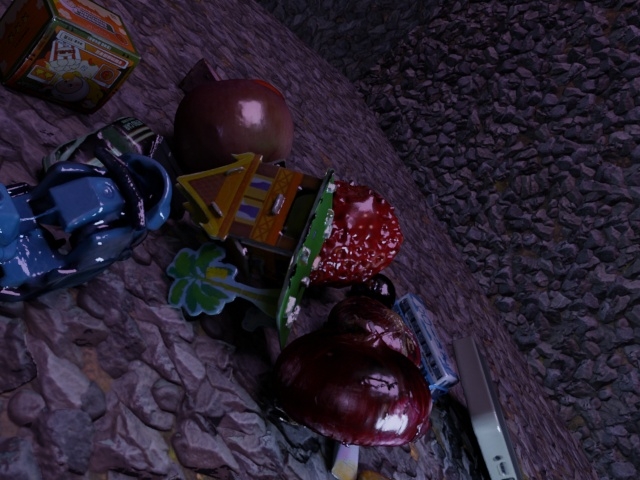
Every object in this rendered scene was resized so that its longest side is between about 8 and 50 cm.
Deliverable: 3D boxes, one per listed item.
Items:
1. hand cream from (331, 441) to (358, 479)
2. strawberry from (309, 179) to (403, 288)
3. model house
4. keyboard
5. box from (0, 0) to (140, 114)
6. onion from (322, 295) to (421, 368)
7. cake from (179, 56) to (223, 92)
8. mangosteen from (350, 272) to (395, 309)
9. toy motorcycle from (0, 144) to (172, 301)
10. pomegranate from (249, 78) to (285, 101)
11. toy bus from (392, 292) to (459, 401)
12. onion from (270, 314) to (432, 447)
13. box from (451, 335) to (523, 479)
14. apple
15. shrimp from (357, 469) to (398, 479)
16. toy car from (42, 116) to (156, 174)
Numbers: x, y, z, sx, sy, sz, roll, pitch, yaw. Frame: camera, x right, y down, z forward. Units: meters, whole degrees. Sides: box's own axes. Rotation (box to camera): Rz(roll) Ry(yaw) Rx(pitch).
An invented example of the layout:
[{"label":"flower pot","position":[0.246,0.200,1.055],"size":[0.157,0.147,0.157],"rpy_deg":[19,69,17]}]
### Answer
[{"label":"hand cream","position":[0.053,0.409,1.171],"size":[0.076,0.047,0.174],"rpy_deg":[45,30,-24]},{"label":"strawberry","position":[0.016,0.013,1.450],"size":[0.318,0.295,0.345],"rpy_deg":[23,41,24]},{"label":"model house","position":[-0.159,0.014,1.161],"size":[0.242,0.313,0.357],"rpy_deg":[86,20,-63]},{"label":"keyboard","position":[-0.301,-0.122,1.153],"size":[0.231,0.023,0.072],"rpy_deg":[83,20,-67]},{"label":"box","position":[-0.497,-0.373,1.132],"size":[0.195,0.177,0.148],"rpy_deg":[14,43,-57]},{"label":"onion","position":[0.118,0.242,1.368],"size":[0.246,0.190,0.246],"rpy_deg":[38,5,-4]},{"label":"cake","position":[-0.333,-0.462,1.768],"size":[0.116,0.113,0.295],"rpy_deg":[52,8,-2]},{"label":"mangosteen","position":[0.153,0.164,1.672],"size":[0.151,0.137,0.137],"rpy_deg":[81,-12,-55]},{"label":"toy motorcycle","position":[-0.361,-0.038,0.789],"size":[0.172,0.232,0.416],"rpy_deg":[60,23,14]},{"label":"pomegranate","position":[-0.208,-0.360,1.668],"size":[0.235,0.210,0.210],"rpy_deg":[-19,68,-33]},{"label":"toy bus","position":[0.276,0.303,1.658],"size":[0.106,0.131,0.297],"rpy_deg":[30,30,-46]},{"label":"onion","position":[0.068,0.264,1.096],"size":[0.314,0.232,0.314],"rpy_deg":[20,4,-2]},{"label":"box","position":[0.475,0.506,1.632],"size":[0.373,0.091,0.367],"rpy_deg":[-87,156,-61]},{"label":"apple","position":[-0.204,-0.249,1.397],"size":[0.306,0.306,0.234],"rpy_deg":[7,72,-61]},{"label":"shrimp","position":[0.134,0.525,1.147],"size":[0.178,0.034,0.124],"rpy_deg":[38,30,-38]},{"label":"toy car","position":[-0.383,-0.158,1.091],"size":[0.136,0.125,0.306],"rpy_deg":[47,20,-11]}]
